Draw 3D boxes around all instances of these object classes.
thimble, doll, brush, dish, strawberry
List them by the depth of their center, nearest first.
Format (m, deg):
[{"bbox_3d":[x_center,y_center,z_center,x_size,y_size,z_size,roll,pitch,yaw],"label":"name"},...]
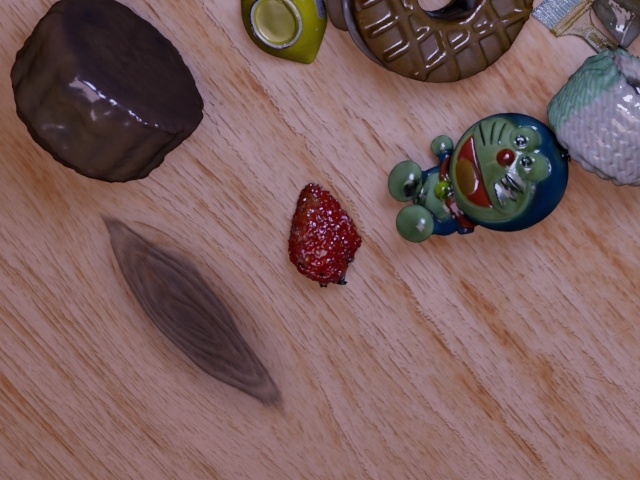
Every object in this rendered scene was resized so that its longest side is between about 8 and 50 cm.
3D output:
[{"bbox_3d":[0.484,-0.195,1.698,0.219,0.219,0.150,36,123,-4],"label":"thimble"},{"bbox_3d":[0.457,-0.334,1.762,0.218,0.010,0.082,41,114,-7],"label":"brush"},{"bbox_3d":[0.283,-0.106,1.804,0.321,0.186,0.199,-15,78,35],"label":"doll"},{"bbox_3d":[-0.072,-0.386,1.813,0.148,0.080,0.208,-27,106,20],"label":"dish"},{"bbox_3d":[0.002,0.003,1.960,0.140,0.085,0.192,20,113,5],"label":"strawberry"}]

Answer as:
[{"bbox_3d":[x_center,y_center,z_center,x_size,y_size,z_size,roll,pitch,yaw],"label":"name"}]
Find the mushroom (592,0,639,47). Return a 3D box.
[{"bbox_3d":[0.509,-0.455,1.608,0.292,0.212,0.217,-37,103,31],"label":"mushroom"}]

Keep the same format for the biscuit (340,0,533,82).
[{"bbox_3d":[0.188,-0.408,1.680,0.331,0.103,0.332,-7,117,-13],"label":"biscuit"}]

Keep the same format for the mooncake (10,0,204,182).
[{"bbox_3d":[-0.366,-0.253,1.800,0.324,0.324,0.187,45,119,-9],"label":"mooncake"}]

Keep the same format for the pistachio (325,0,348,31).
[{"bbox_3d":[0.060,-0.417,1.757,0.113,0.113,0.149,26,120,0],"label":"pistachio"}]
